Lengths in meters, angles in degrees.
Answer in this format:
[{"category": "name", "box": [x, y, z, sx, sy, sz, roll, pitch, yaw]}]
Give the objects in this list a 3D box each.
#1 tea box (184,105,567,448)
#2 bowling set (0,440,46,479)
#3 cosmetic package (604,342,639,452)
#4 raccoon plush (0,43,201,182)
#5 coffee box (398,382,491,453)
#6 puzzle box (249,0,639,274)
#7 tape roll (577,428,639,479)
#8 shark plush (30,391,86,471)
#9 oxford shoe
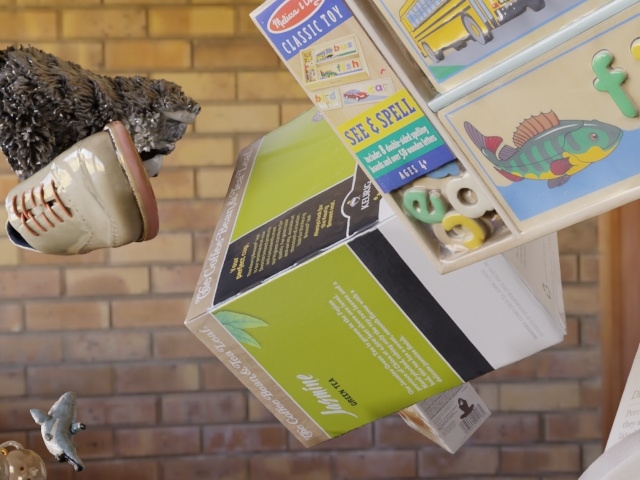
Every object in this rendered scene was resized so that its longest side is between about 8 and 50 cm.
[{"category": "tea box", "box": [0.067, -0.008, 1.262, 0.323, 0.220, 0.329, -26, 29, 26]}, {"category": "bowling set", "box": [-0.288, 0.262, 1.055, 0.154, 0.287, 0.200, -48, 26, -21]}, {"category": "cosmetic package", "box": [0.560, 0.307, 1.391, 0.329, 0.393, 0.327, 34, -28, -15]}, {"category": "raccoon plush", "box": [-0.378, -0.255, 1.797, 0.299, 0.446, 0.216, -29, 47, -5]}, {"category": "coffee box", "box": [0.148, 0.209, 1.876, 0.098, 0.246, 0.141, -44, 28, -13]}, {"category": "puzzle box", "box": [0.158, -0.147, 0.816, 0.409, 0.272, 0.052, -26, 15, 47]}, {"category": "tape roll", "box": [0.400, 0.349, 1.104, 0.392, 0.392, 0.072, -1, 6, 8]}, {"category": "shark plush", "box": [-0.383, 0.285, 1.753, 0.067, 0.073, 0.161, -31, 25, -7]}, {"category": "oxford shoe", "box": [-0.295, -0.039, 1.415, 0.146, 0.140, 0.397, -20, -4, -22]}]
